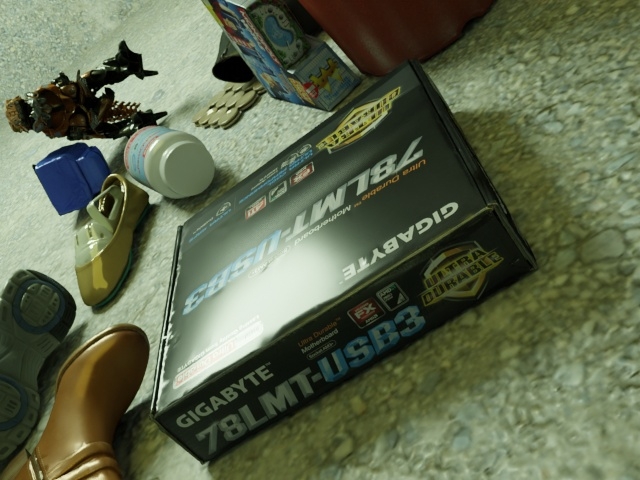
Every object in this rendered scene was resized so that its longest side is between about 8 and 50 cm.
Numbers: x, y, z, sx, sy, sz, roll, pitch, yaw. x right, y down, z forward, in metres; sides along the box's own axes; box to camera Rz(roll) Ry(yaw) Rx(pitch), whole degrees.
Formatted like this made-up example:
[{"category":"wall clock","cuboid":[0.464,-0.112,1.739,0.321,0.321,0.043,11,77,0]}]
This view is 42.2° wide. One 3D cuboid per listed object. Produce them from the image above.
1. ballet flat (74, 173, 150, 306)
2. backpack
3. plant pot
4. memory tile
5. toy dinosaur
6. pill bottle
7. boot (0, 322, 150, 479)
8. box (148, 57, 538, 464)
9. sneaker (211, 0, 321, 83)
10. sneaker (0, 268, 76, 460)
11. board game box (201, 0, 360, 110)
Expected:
[{"category":"ballet flat","cuboid":[-0.278,-0.007,1.059,0.080,0.073,0.232,-31,28,19]},{"category":"backpack","cuboid":[-0.390,-0.105,1.335,0.101,0.098,0.120,-17,20,0]},{"category":"plant pot","cuboid":[0.056,-0.349,0.936,0.272,0.265,0.272,-31,27,18]},{"category":"memory tile","cuboid":[-0.134,-0.210,1.252,0.113,0.012,0.148,-47,28,-14]},{"category":"toy dinosaur","cuboid":[-0.395,-0.236,1.417,0.218,0.164,0.322,-12,25,18]},{"category":"pill bottle","cuboid":[-0.195,-0.102,1.080,0.087,0.087,0.160,-46,27,-12]},{"category":"boot","cuboid":[-0.185,0.169,0.676,0.197,0.073,0.152,-58,28,-9]},{"category":"box","cuboid":[0.000,0.000,0.695,0.295,0.073,0.293,-33,26,15]},{"category":"sneaker","cuboid":[-0.058,-0.304,1.228,0.222,0.083,0.118,-20,40,29]},{"category":"sneaker","cuboid":[-0.365,0.165,0.906,0.129,0.111,0.297,-42,18,31]},{"category":"board game box","cuboid":[-0.044,-0.240,1.032,0.060,0.194,0.194,-45,41,-8]}]
